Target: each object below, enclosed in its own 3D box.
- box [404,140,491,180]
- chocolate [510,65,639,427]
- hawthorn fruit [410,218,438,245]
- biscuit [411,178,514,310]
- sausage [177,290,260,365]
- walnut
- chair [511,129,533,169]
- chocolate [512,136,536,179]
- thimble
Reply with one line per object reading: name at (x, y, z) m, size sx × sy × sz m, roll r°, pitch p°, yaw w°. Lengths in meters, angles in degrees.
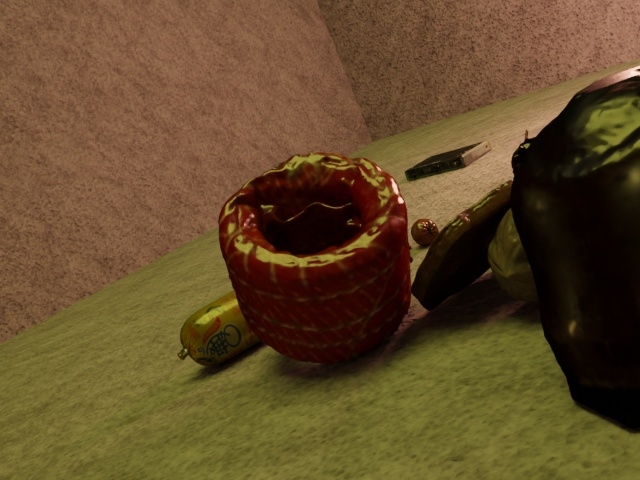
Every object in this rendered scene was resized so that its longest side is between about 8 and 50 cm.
box at (0.455, -0.288, 2.668) m, size 0.211 × 0.045 × 0.270 m, roll -31°, pitch 13°, yaw -40°
chocolate at (0.400, -0.030, 0.833) m, size 0.383 × 0.331 × 0.383 m, roll -20°, pitch 11°, yaw 4°
hawthorn fruit at (0.240, -0.017, 1.784) m, size 0.066 × 0.067 × 0.103 m, roll -28°, pitch 0°, yaw -23°
biscuit at (0.256, 0.008, 1.266) m, size 0.257 × 0.049 × 0.273 m, roll -33°, pitch -27°, yaw -23°
sausage at (-0.151, 0.157, 1.565) m, size 0.347 × 0.123 × 0.123 m, roll -29°, pitch 12°, yaw -27°
walnut at (0.349, 0.008, 1.145) m, size 0.230 × 0.178 × 0.178 m, roll -31°, pitch 14°, yaw -37°
chair at (0.593, -0.239, 2.050) m, size 0.095 × 0.104 × 0.221 m, roll 2°, pitch 18°, yaw 24°
chocolate at (0.537, -0.193, 1.830) m, size 0.156 × 0.133 × 0.156 m, roll -20°, pitch 13°, yaw 5°
thimble at (0.000, 0.023, 1.315) m, size 0.350 × 0.231 × 0.350 m, roll -6°, pitch 41°, yaw 5°
